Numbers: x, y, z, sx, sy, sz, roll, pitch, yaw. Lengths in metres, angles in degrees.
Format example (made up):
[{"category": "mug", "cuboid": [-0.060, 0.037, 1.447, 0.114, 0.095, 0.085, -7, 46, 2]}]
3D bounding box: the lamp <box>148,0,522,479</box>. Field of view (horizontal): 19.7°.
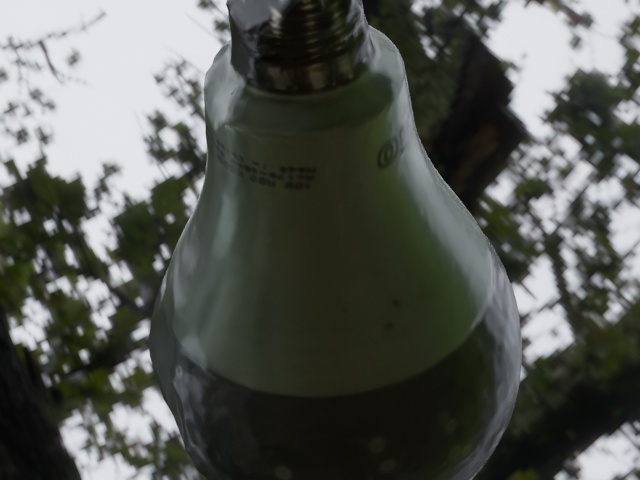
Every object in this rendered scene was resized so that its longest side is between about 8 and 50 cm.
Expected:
[{"category": "lamp", "cuboid": [0.003, 0.018, 0.836, 0.182, 0.182, 0.314, -22, -31, -9]}]
